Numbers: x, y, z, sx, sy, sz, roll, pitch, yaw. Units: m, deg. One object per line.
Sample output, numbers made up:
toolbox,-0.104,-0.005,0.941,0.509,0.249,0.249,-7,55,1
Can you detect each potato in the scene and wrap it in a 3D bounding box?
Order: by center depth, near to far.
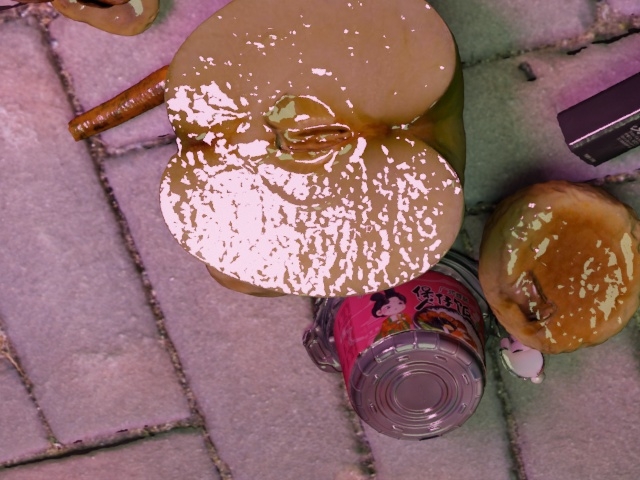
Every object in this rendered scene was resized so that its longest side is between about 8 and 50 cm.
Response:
potato,-0.262,-0.297,1.747,0.138,0.070,0.092,19,115,-16

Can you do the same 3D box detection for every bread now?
bread,0.315,0.029,1.934,0.244,0.134,0.245,-4,111,-11

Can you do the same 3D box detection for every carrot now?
carrot,-0.248,-0.173,1.846,0.170,0.042,0.042,-25,120,15

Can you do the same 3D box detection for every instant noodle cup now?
instant noodle cup,0.126,0.156,1.989,0.302,0.182,0.258,-32,120,17

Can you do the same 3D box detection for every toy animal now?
toy animal,0.302,0.146,2.043,0.071,0.124,0.085,-40,95,27

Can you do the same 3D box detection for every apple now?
apple,-0.009,-0.126,1.730,0.360,0.320,0.312,-2,135,11

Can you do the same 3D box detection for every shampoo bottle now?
shampoo bottle,0.452,-0.191,1.808,0.309,0.071,0.098,-28,150,24

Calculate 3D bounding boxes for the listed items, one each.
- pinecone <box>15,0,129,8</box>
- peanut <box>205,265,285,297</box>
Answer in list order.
pinecone,-0.263,-0.442,1.488,0.397,0.398,0.398,-1,123,-2
peanut,0.000,0.000,1.906,0.313,0.152,0.152,-5,123,3
